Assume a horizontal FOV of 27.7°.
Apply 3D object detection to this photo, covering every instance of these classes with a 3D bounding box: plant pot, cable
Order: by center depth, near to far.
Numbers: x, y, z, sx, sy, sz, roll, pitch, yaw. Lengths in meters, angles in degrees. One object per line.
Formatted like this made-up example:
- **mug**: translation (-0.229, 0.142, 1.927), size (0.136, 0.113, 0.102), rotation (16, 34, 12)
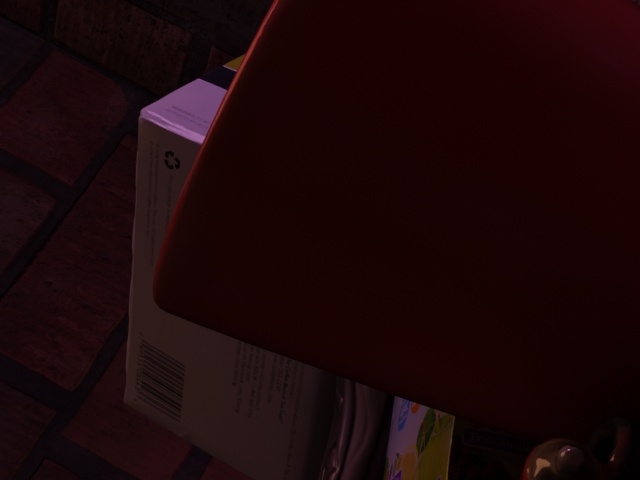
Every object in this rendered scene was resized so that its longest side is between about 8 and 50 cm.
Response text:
- **cable**: translation (0.090, 0.142, 0.627), size (0.139, 0.072, 0.287), rotation (-56, -4, -10)
- **plant pot**: translation (0.086, -0.029, 0.660), size (0.275, 0.243, 0.275), rotation (-62, -3, -6)

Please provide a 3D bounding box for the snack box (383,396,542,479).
- **snack box**: translation (0.095, 0.096, 0.829), size (0.174, 0.070, 0.207), rotation (116, 167, -61)

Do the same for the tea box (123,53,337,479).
- **tea box**: translation (0.000, 0.000, 1.232), size (0.323, 0.220, 0.329), rotation (-36, -36, -47)

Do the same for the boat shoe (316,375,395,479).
- **boat shoe**: translation (0.066, 0.175, 0.998), size (0.132, 0.130, 0.355), rotation (-98, 17, -82)
